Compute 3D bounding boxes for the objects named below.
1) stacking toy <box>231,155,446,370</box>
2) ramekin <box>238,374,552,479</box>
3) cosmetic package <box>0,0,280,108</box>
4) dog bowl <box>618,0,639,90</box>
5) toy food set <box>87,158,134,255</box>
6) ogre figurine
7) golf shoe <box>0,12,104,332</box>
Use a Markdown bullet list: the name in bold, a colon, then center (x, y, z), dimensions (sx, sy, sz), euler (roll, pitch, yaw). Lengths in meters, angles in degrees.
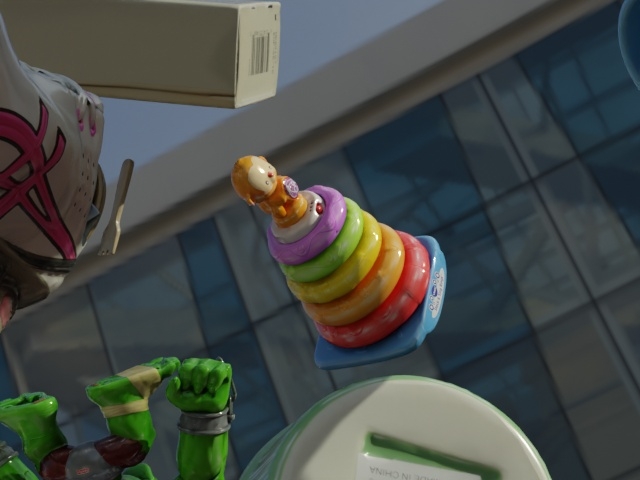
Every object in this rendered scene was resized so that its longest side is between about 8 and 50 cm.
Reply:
- **stacking toy**: center (0.000, 0.000, 1.554), dimensions (0.166, 0.175, 0.302), euler (-16, -46, 34)
- **ramekin**: center (0.070, 0.269, 1.222), dimensions (0.303, 0.303, 0.148), euler (-11, -23, -18)
- **cosmetic package**: center (-0.213, -0.218, 1.493), dimensions (0.309, 0.113, 0.160), euler (6, 12, 15)
- **dog bowl**: center (0.380, -0.206, 1.258), dimensions (0.074, 0.166, 0.297), euler (-25, -3, -20)
- **toy food set**: center (-0.288, -0.036, 1.521), dimensions (0.038, 0.132, 0.192), euler (25, -22, -40)
- **ogre figurine**: center (-0.139, 0.147, 0.856), dimensions (0.197, 0.118, 0.097), euler (-15, 5, -3)
- **golf shoe**: center (-0.114, -0.040, 0.456), dimensions (0.086, 0.067, 0.186), euler (-43, -18, -28)
